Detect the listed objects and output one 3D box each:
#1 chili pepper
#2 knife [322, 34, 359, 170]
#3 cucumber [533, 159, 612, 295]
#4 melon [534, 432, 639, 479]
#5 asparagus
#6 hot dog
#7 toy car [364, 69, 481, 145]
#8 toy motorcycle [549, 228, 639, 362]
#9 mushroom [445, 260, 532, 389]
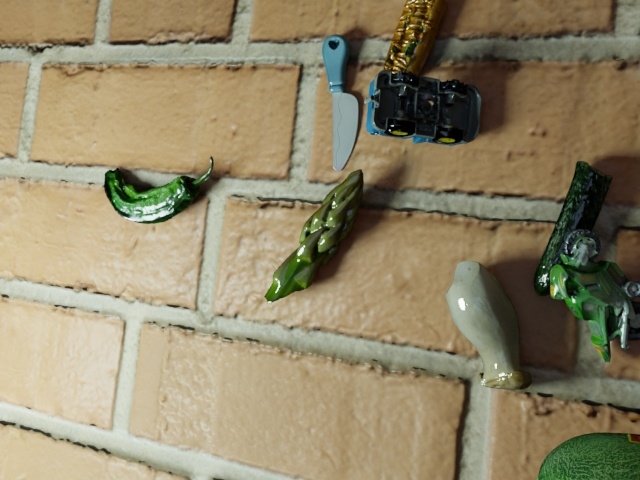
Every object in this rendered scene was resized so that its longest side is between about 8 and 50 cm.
[{"bbox_3d":[-0.316,-0.093,1.180,0.278,0.065,0.122,-1,89,25],"label":"chili pepper"},{"bbox_3d":[0.039,-0.248,1.083,0.058,0.032,0.244,-6,88,12],"label":"knife"},{"bbox_3d":[0.379,-0.013,0.920,0.058,0.052,0.215,25,95,42],"label":"cucumber"},{"bbox_3d":[0.419,0.350,0.803,0.287,0.182,0.182,6,87,20],"label":"melon"},{"bbox_3d":[0.000,0.000,1.049,0.080,0.080,0.287,36,106,20],"label":"asparagus"},{"bbox_3d":[0.160,-0.355,1.030,0.072,0.055,0.188,21,94,22],"label":"hot dog"},{"bbox_3d":[0.158,-0.211,0.989,0.191,0.100,0.097,6,87,-13],"label":"toy car"},{"bbox_3d":[0.399,0.079,0.875,0.106,0.074,0.190,-37,96,1],"label":"toy motorcycle"},{"bbox_3d":[0.256,0.133,0.934,0.097,0.088,0.213,-22,84,27],"label":"mushroom"}]
